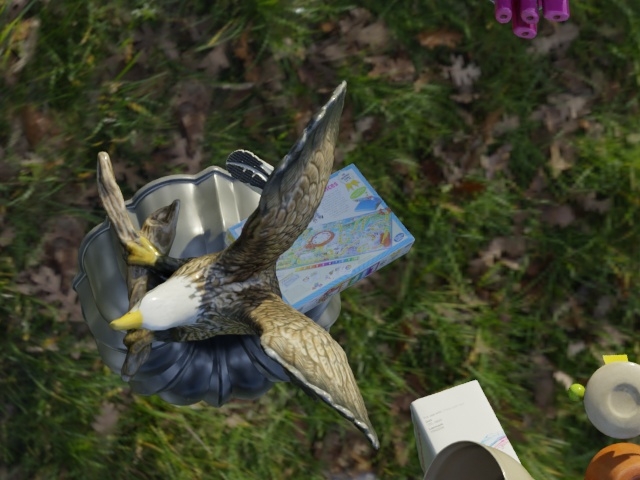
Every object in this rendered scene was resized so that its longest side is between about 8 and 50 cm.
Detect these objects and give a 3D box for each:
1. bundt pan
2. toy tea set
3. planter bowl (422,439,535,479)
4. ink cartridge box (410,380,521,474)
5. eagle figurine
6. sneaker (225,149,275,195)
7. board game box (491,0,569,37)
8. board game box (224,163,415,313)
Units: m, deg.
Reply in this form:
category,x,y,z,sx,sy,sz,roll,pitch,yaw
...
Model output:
category,x,y,z,sx,sy,sz,roll,pitch,yaw
bundt pan,-0.125,0.079,1.326,0.330,0.124,0.331,-8,134,-8
toy tea set,0.448,0.232,1.286,0.335,0.124,0.200,0,87,1
planter bowl,0.218,0.340,1.421,0.109,0.162,0.162,14,84,-34
ink cartridge box,0.246,0.386,1.706,0.117,0.278,0.201,-19,139,-6
eagle figurine,-0.053,0.033,0.841,0.226,0.298,0.225,52,49,-26
sneaker,-0.048,-0.059,1.178,0.109,0.044,0.040,36,91,5
board game box,0.219,-0.336,0.966,0.389,0.390,0.050,20,59,-42
board game box,0.000,0.000,1.076,0.154,0.026,0.103,-28,70,-26
